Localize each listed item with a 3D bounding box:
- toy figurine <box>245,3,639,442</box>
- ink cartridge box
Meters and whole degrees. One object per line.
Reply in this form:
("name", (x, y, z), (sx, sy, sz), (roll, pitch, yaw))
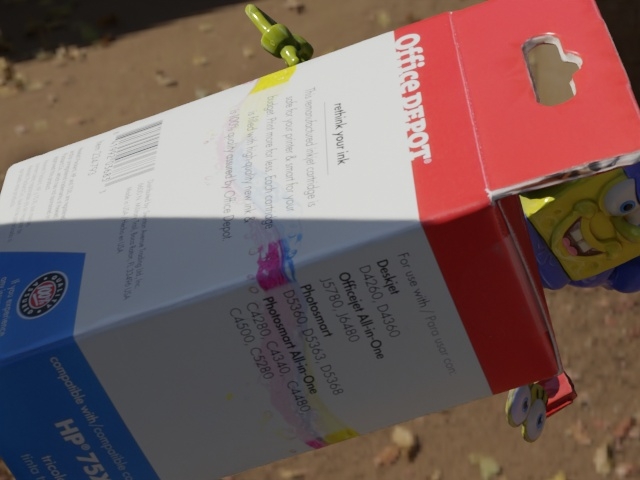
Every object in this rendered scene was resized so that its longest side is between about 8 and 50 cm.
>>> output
("toy figurine", (0.141, -0.055, 0.955), (0.217, 0.362, 0.191), (-31, 41, 11))
("ink cartridge box", (0.000, 0.000, 0.512), (0.231, 0.078, 0.134), (-18, 33, 11))
